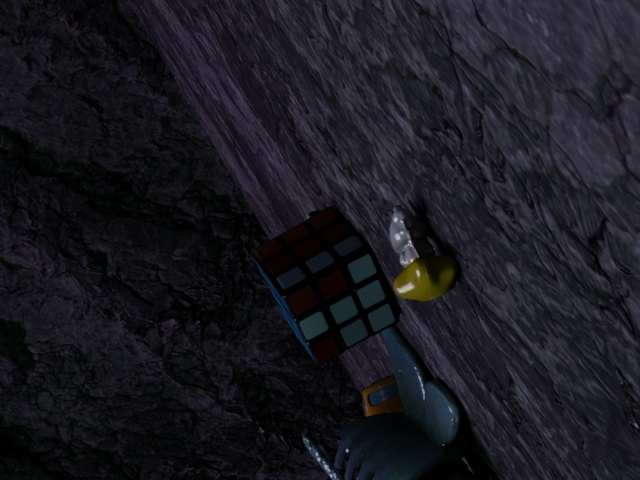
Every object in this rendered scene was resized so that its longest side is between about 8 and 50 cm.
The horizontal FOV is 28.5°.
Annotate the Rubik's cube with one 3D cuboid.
[{"bbox_3d":[0.010,0.070,1.999,0.160,0.163,0.162,50,166,56],"label":"Rubik's cube"}]

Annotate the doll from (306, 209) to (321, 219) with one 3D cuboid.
[{"bbox_3d":[0.000,0.000,2.175,0.219,0.067,0.091,96,151,-83],"label":"doll"}]

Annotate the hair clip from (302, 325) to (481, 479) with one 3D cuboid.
[{"bbox_3d":[0.142,0.380,2.112,0.392,0.238,0.318,61,171,-18],"label":"hair clip"}]

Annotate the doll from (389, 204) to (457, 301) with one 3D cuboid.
[{"bbox_3d":[0.103,0.015,1.412,0.135,0.071,0.113,-140,27,-87],"label":"doll"}]

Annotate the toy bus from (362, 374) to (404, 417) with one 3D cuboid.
[{"bbox_3d":[0.144,0.334,2.409,0.209,0.126,0.136,73,173,-70],"label":"toy bus"}]
